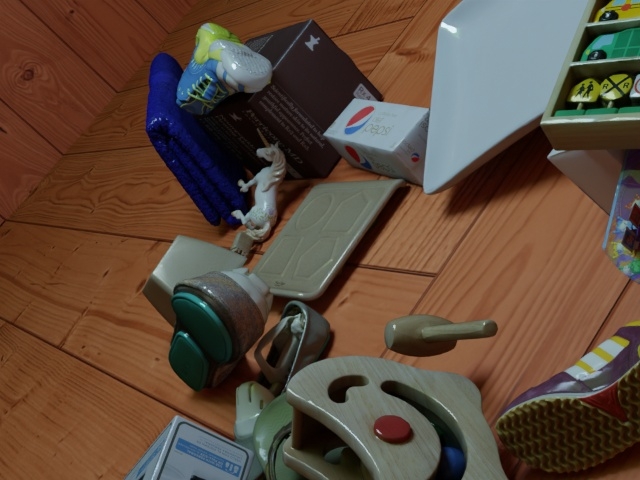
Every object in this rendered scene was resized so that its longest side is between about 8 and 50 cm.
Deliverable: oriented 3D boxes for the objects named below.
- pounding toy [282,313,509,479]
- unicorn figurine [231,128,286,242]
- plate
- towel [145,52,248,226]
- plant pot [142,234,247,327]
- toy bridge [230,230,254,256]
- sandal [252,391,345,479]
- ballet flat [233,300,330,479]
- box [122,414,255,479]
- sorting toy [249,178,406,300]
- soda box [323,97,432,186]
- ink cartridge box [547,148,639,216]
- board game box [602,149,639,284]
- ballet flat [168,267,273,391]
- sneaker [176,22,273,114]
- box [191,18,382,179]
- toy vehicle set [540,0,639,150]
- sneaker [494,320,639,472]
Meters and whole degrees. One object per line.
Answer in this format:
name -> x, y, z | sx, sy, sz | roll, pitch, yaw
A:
pounding toy -> 0.053, 0.134, 0.734 | 0.154, 0.154, 0.269 | 1, 29, -6
unicorn figurine -> -0.085, -0.074, 1.411 | 0.111, 0.060, 0.161 | -9, 87, 56
plate -> 0.220, -0.208, 1.056 | 0.278, 0.045, 0.277 | -36, 37, 48
towel -> -0.210, -0.163, 1.575 | 0.076, 0.227, 0.308 | -35, 27, 10
plant pot -> -0.177, 0.057, 1.304 | 0.109, 0.096, 0.109 | -60, 6, -28
toy bridge -> -0.171, 0.042, 1.435 | 0.188, 0.026, 0.063 | -23, 39, 45
sandal -> 0.008, 0.200, 0.848 | 0.120, 0.086, 0.303 | -47, 25, -3
ballet flat -> -0.056, 0.156, 1.038 | 0.072, 0.068, 0.213 | -16, 38, 45
box -> -0.165, 0.324, 0.871 | 0.169, 0.087, 0.289 | -50, 16, 43
sorting toy -> 0.000, 0.000, 1.237 | 0.208, 0.038, 0.193 | -50, 25, -20
soda box -> 0.087, -0.131, 1.256 | 0.074, 0.069, 0.216 | -49, 24, -7
ink cartridge box -> 0.290, -0.102, 0.848 | 0.143, 0.092, 0.090 | -50, 8, -13
board game box -> 0.290, -0.039, 0.737 | 0.133, 0.033, 0.168 | 11, 80, 30
ballet flat -> -0.110, 0.086, 1.090 | 0.106, 0.107, 0.316 | -40, -4, -23
sneaker -> -0.138, -0.217, 1.347 | 0.126, 0.091, 0.240 | -62, 23, 15
box -> -0.054, -0.206, 1.469 | 0.167, 0.168, 0.203 | -55, 26, -18
toy vehicle set -> 0.319, -0.145, 0.740 | 0.267, 0.035, 0.166 | 2, 56, 39
sneaker -> 0.215, 0.108, 0.710 | 0.186, 0.069, 0.084 | -31, 7, 35
